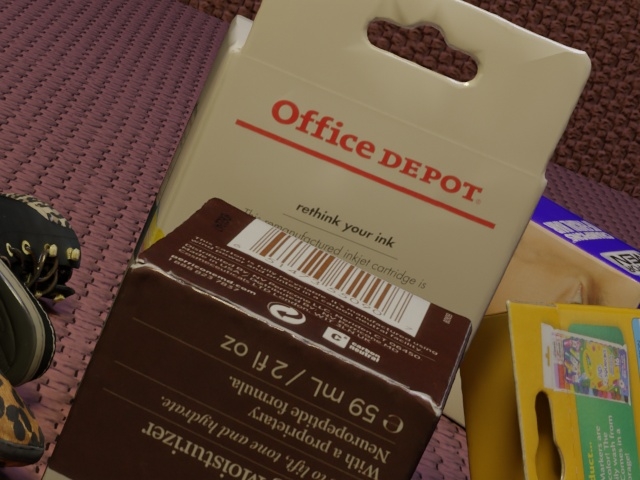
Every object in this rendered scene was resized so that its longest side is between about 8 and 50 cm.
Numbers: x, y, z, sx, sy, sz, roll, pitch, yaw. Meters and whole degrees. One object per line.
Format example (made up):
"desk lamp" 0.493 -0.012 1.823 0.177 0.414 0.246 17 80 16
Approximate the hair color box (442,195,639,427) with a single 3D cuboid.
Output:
"hair color box" 0.116 0.034 1.450 0.339 0.185 0.110 31 17 26

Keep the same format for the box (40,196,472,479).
"box" -0.040 0.112 0.904 0.169 0.203 0.167 25 15 4

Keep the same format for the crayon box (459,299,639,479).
"crayon box" 0.193 0.149 1.138 0.083 0.203 0.323 -12 -12 38

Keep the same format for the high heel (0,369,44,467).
"high heel" -0.256 0.055 1.043 0.186 0.093 0.261 34 6 -19

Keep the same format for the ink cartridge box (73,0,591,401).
"ink cartridge box" 0.000 0.000 1.058 0.207 0.353 0.119 22 15 -9

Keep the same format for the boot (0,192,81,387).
"boot" -0.217 0.021 1.173 0.236 0.085 0.179 34 15 33
